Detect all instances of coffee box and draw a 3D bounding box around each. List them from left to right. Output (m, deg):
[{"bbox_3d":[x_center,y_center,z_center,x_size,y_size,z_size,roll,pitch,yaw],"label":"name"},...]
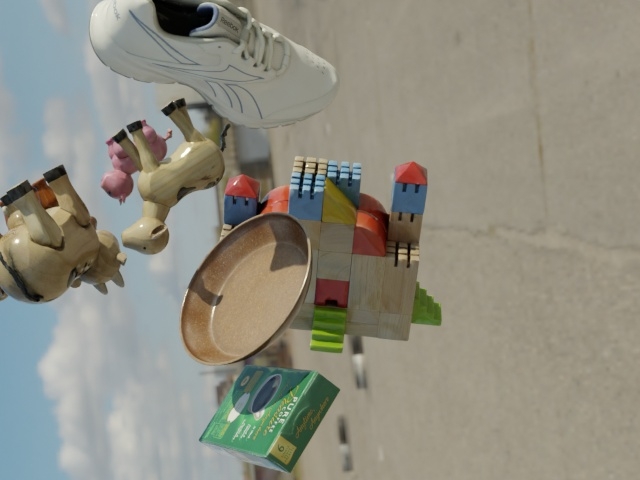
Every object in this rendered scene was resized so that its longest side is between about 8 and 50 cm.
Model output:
[{"bbox_3d":[-0.061,0.198,1.383,0.113,0.040,0.184,-58,22,-20],"label":"coffee box"}]

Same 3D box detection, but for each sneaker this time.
[{"bbox_3d":[-0.104,-0.208,1.366,0.129,0.297,0.111,-25,56,58],"label":"sneaker"}]

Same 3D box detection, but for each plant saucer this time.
[{"bbox_3d":[-0.078,0.061,1.398,0.036,0.198,0.198,40,-152,-37],"label":"plant saucer"}]

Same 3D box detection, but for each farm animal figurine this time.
[{"bbox_3d":[-0.286,-0.012,1.491,0.172,0.330,0.327,61,-145,-7],"label":"farm animal figurine"}]

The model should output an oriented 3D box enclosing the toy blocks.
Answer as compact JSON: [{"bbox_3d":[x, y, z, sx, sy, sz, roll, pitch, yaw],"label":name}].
[{"bbox_3d":[0.000,0.000,1.774,0.191,0.381,0.261,-82,-3,-58],"label":"toy blocks"}]
